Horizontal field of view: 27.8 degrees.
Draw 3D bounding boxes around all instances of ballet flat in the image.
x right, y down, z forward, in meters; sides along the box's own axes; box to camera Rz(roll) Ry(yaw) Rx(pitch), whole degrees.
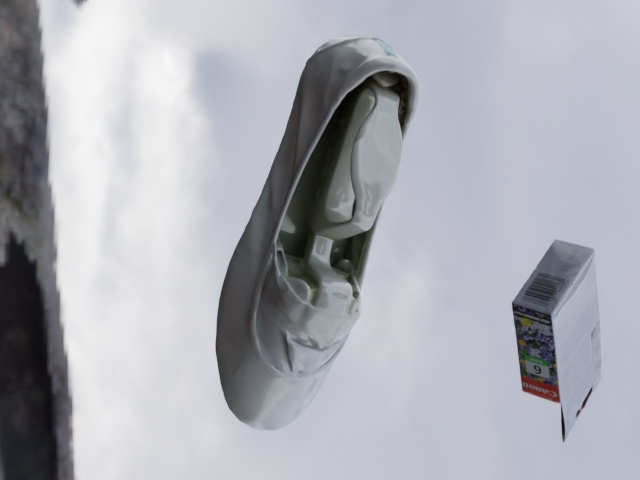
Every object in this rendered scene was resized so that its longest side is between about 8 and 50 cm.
[{"bbox_3d":[0.000,0.000,1.222,0.139,0.139,0.400,22,-83,56],"label":"ballet flat"}]

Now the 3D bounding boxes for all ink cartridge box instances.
[{"bbox_3d":[0.147,0.063,0.796,0.029,0.063,0.115,16,-42,30],"label":"ink cartridge box"}]
